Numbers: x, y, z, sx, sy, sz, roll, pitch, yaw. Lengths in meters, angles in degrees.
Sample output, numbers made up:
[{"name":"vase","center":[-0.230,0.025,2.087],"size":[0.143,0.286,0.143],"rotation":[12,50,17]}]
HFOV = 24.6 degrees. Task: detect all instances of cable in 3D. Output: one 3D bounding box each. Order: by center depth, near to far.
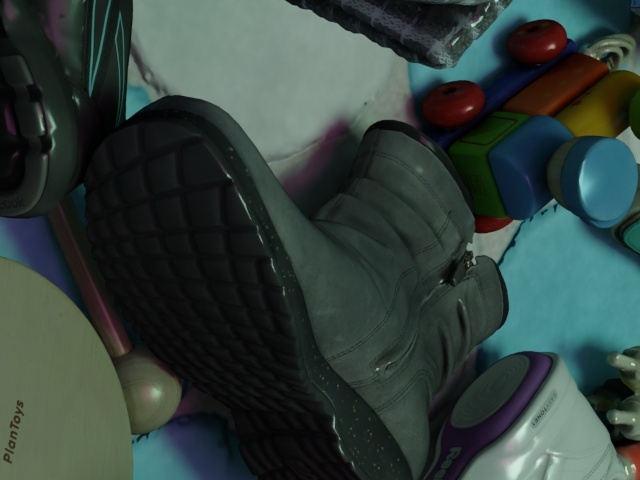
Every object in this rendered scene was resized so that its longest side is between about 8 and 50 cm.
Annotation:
[{"name":"cable","center":[0.301,0.144,1.173],"size":[0.287,0.072,0.139],"rotation":[-1,104,-40]}]

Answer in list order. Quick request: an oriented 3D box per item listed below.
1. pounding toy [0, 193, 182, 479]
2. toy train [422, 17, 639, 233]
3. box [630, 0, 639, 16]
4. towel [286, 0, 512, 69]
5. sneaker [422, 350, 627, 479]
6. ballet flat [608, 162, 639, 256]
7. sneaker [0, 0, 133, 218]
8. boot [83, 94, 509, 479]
[{"name":"pounding toy","center":[-0.187,0.093,0.761],"size":[0.183,0.110,0.237],"rotation":[60,33,-19]},{"name":"toy train","center":[0.197,-0.095,0.988],"size":[0.248,0.143,0.105],"rotation":[-37,121,-27]},{"name":"box","center":[0.396,-0.234,1.065],"size":[0.290,0.177,0.279],"rotation":[28,70,-41]},{"name":"towel","center":[0.032,-0.219,0.735],"size":[0.235,0.284,0.121],"rotation":[-38,139,-27]},{"name":"sneaker","center":[0.105,0.222,0.986],"size":[0.305,0.114,0.152],"rotation":[-48,111,-21]},{"name":"ballet flat","center":[0.291,0.004,1.139],"size":[0.213,0.072,0.068],"rotation":[35,34,-39]},{"name":"sneaker","center":[-0.156,-0.149,0.738],"size":[0.106,0.101,0.267],"rotation":[-28,116,-58]},{"name":"boot","center":[0.000,0.000,0.859],"size":[0.222,0.118,0.338],"rotation":[-61,142,-36]}]
